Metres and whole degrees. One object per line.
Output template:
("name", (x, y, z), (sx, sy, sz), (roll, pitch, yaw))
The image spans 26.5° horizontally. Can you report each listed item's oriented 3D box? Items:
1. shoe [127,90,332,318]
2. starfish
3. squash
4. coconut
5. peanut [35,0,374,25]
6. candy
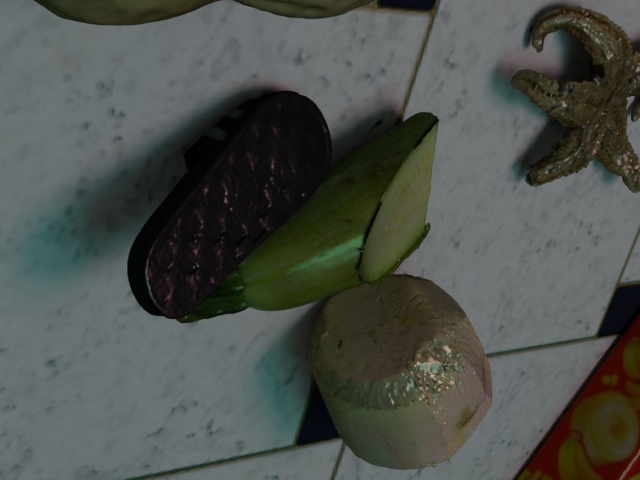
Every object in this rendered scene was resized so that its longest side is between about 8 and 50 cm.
("shoe", (-0.061, -0.026, 0.771), (0.179, 0.049, 0.071), (-50, 130, -37))
("starfish", (0.206, -0.091, 0.981), (0.150, 0.053, 0.210), (-44, 141, -4))
("squash", (0.003, 0.002, 0.834), (0.200, 0.075, 0.090), (-33, 162, -21))
("coconut", (0.056, 0.095, 0.924), (0.116, 0.116, 0.122), (-41, 138, -14))
("peanut", (-0.035, -0.159, 0.653), (0.256, 0.123, 0.124), (-19, 129, -31))
("candy", (0.297, 0.164, 1.225), (0.276, 0.088, 0.146), (-54, 139, -1))
